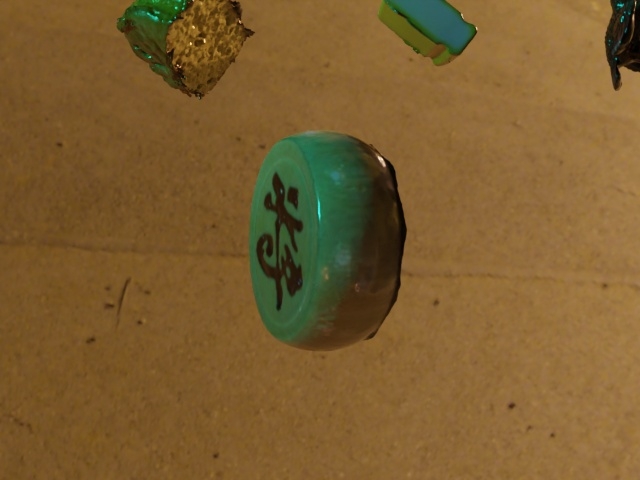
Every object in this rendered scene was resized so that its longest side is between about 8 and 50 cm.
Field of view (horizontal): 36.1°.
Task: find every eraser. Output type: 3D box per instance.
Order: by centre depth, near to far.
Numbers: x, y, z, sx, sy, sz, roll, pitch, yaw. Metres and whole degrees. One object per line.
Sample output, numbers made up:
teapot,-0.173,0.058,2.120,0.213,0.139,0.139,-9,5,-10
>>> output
eraser,0.177,-0.369,1.668,0.158,0.069,0.226,40,5,-3

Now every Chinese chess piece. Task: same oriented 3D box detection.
Chinese chess piece,0.000,0.000,1.142,0.104,0.257,0.257,1,40,-22

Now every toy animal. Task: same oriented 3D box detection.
toy animal,0.552,-0.378,1.791,0.218,0.116,0.179,2,64,-59

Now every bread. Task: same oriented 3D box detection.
bread,-0.219,-0.331,1.500,0.147,0.160,0.260,34,-3,14
